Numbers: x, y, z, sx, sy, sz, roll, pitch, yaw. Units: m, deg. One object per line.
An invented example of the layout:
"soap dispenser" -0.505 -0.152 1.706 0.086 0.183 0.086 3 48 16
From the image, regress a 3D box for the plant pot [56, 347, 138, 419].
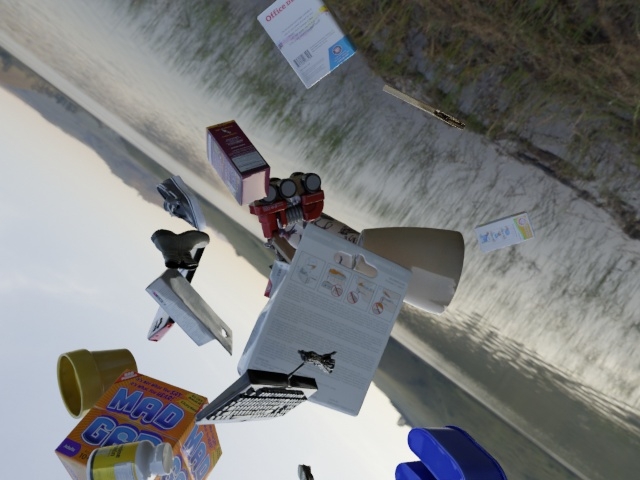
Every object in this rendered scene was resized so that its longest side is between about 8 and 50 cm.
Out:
"plant pot" -0.861 0.530 1.986 0.239 0.254 0.254 -11 -145 -46

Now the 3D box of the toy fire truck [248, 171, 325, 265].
"toy fire truck" -0.083 -0.063 1.489 0.158 0.217 0.246 18 122 60

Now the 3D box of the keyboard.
"keyboard" -0.067 0.257 0.885 0.033 0.201 0.317 50 -177 24

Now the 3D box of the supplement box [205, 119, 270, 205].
"supplement box" -0.203 -0.191 1.240 0.188 0.081 0.104 52 151 26

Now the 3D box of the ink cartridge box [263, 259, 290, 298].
"ink cartridge box" -0.093 0.142 1.613 0.072 0.127 0.175 21 175 -35

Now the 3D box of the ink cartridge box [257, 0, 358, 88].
"ink cartridge box" -0.034 -0.681 1.670 0.270 0.198 0.197 52 -160 -16

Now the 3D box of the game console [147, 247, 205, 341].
"game console" -0.599 0.215 2.107 0.060 0.386 0.342 25 148 -17

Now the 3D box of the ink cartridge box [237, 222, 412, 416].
"ink cartridge box" 0.016 0.192 1.230 0.308 0.385 0.091 25 172 -17

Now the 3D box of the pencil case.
"pencil case" 0.000 0.000 1.773 0.410 0.183 0.160 29 -151 21

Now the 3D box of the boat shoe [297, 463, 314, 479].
"boat shoe" -0.036 0.695 1.473 0.042 0.049 0.133 10 -173 -13

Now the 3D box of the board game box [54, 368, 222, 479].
"board game box" -0.612 0.743 1.789 0.356 0.356 0.356 13 130 19

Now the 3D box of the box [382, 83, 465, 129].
"box" 0.290 -0.376 1.427 0.164 0.021 0.201 7 -153 -45

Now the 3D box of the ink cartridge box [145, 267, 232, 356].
"ink cartridge box" -0.421 0.236 1.679 0.330 0.071 0.324 51 175 -9

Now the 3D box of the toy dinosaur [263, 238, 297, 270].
"toy dinosaur" -0.119 0.083 2.244 0.322 0.218 0.164 15 147 37

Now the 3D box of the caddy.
"caddy" 0.353 0.644 1.347 0.179 0.241 0.341 13 -170 -24

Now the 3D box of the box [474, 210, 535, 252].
"box" 0.720 -0.035 1.991 0.114 0.203 0.103 -21 -87 -68

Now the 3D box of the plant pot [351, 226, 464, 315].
"plant pot" 0.240 0.060 1.486 0.274 0.256 0.256 15 177 -4

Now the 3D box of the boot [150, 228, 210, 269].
"boot" -0.472 0.044 1.802 0.246 0.083 0.161 2 -136 -52

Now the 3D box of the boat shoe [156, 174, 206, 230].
"boat shoe" -0.473 -0.118 1.709 0.301 0.102 0.108 48 151 39

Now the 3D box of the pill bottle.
"pill bottle" -0.463 0.549 1.250 0.103 0.184 0.103 -10 -90 -88
